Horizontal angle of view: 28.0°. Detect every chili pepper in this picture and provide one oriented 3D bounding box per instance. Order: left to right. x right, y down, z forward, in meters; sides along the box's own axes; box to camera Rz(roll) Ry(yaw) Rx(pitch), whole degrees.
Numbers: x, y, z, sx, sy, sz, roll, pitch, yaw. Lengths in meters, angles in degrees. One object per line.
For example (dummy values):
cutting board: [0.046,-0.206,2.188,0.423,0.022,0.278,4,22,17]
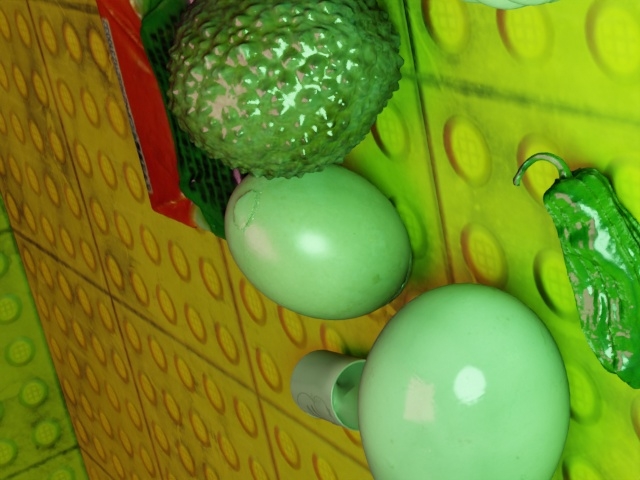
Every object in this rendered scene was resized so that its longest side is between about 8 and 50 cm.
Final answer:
chili pepper: [0.271,0.031,1.223,0.100,0.074,0.257,2,113,62]

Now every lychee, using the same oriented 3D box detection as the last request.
lychee: [-0.042,-0.195,1.439,0.274,0.255,0.255,-23,90,58]

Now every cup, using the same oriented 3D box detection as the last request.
cup: [0.033,0.227,1.816,0.133,0.099,0.136,5,114,61]

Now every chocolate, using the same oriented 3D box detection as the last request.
chocolate: [-0.146,-0.198,1.745,0.341,0.161,0.360,19,126,58]

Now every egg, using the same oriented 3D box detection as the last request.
egg: [0.000,0.000,1.560,0.186,0.253,0.186,-42,34,38]
egg: [0.155,0.200,1.409,0.230,0.230,0.371,48,154,35]

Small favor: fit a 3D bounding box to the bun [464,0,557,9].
bun: [0.121,-0.315,1.121,0.263,0.175,0.263,41,143,40]
